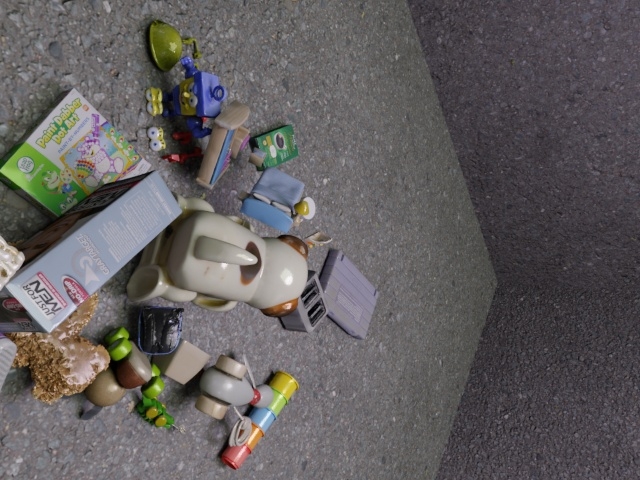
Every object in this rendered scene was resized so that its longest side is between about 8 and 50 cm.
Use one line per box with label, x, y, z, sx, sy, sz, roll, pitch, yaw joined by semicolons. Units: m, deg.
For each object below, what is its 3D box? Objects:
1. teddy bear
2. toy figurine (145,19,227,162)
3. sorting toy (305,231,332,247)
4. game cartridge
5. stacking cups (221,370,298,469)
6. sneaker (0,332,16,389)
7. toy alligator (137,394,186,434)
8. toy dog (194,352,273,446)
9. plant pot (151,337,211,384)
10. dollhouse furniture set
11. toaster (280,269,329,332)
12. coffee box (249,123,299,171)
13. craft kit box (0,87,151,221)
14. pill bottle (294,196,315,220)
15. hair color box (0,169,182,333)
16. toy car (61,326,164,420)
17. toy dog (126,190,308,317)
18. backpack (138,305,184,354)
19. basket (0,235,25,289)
teddy bear;-0.587;0.166;1.037;0.338;0.113;0.245;50;47;-30
toy figurine;-0.305;-0.387;1.293;0.191;0.217;0.363;-6;96;-53
sorting toy;0.000;0.000;1.819;0.083;0.075;0.045;-28;112;-49
game cartridge;0.105;0.221;1.979;0.355;0.068;0.230;47;59;-43
stacking cups;-0.192;0.552;1.569;0.316;0.096;0.096;-48;127;-38
sneaker;-0.681;0.262;0.920;0.282;0.161;0.102;-61;176;5
toy alligator;-0.418;0.457;1.298;0.051;0.056;0.190;-29;124;-2
toy dog;-0.264;0.415;1.431;0.220;0.161;0.334;-51;149;-30
plant pot;-0.373;0.309;1.314;0.109;0.109;0.096;47;64;-42
dollhouse furniture set;-0.131;-0.218;1.358;0.303;0.198;0.286;27;37;-5
toaster;-0.068;0.206;1.704;0.185;0.110;0.168;-43;123;-43
coffee box;-0.148;-0.303;1.646;0.184;0.040;0.113;-37;120;-46
craft kit box;-0.538;-0.161;1.124;0.247;0.061;0.250;49;53;-38
pill bottle;-0.103;-0.100;1.602;0.094;0.169;0.094;-1;92;-53
hair color box;-0.468;0.012;0.988;0.114;0.185;0.374;63;39;-26
toy car;-0.489;0.326;1.166;0.188;0.149;0.155;-37;113;-15
toy dog;-0.212;0.046;1.297;0.407;0.395;0.285;22;64;-42
backpack;-0.395;0.222;1.244;0.105;0.084;0.114;5;79;-15
basket;-0.689;0.036;0.712;0.328;0.331;0.266;57;43;-37
